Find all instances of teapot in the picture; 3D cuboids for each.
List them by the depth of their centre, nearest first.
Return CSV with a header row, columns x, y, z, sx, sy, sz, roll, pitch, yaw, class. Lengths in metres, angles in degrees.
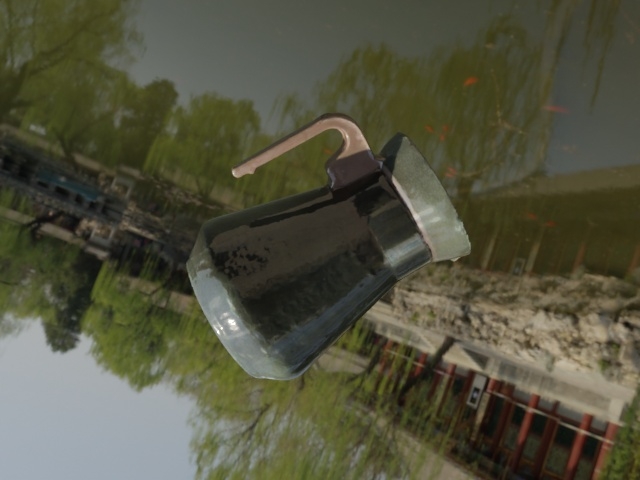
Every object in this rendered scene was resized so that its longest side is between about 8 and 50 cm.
x,y,z,sx,sy,sz,roll,pitch,yaw,class
0.000,0.000,0.879,0.300,0.344,0.253,59,180,-22,teapot
